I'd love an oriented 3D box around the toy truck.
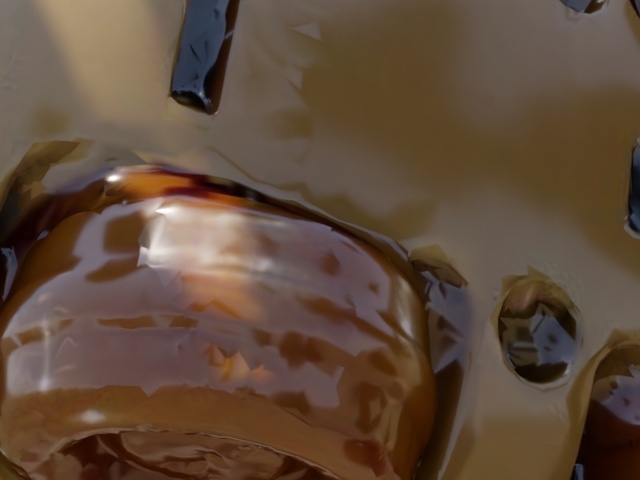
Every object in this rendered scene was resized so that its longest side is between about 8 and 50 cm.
[{"bbox_3d":[0.000,0.000,0.467,0.288,0.204,0.211,22,-30,-26],"label":"toy truck"}]
